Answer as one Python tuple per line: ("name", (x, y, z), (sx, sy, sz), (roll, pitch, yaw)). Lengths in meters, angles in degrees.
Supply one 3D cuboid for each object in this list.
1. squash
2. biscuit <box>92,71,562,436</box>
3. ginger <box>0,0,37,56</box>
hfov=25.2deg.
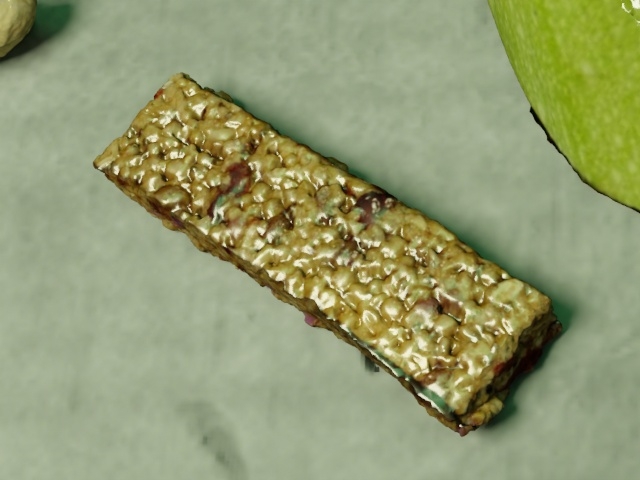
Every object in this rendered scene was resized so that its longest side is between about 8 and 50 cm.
("squash", (0.167, -0.094, 0.534), (0.192, 0.085, 0.184), (-24, 62, 6))
("biscuit", (0.000, 0.000, 0.567), (0.199, 0.034, 0.064), (34, 80, 25))
("ginger", (-0.191, -0.198, 0.694), (0.149, 0.065, 0.258), (-4, 68, 16))
